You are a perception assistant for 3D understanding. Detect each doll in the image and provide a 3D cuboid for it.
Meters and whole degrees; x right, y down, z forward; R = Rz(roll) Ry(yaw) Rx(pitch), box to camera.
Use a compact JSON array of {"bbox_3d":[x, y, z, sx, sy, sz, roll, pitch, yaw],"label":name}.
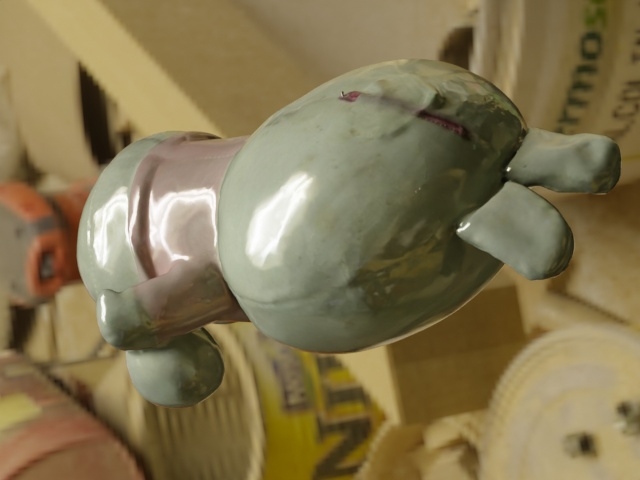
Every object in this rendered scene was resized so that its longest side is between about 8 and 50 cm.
[{"bbox_3d":[-0.010,-0.009,0.722,0.275,0.155,0.113,-19,115,49],"label":"doll"}]
